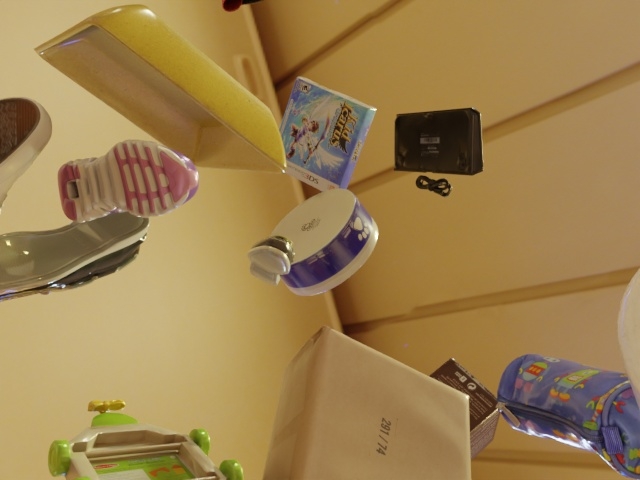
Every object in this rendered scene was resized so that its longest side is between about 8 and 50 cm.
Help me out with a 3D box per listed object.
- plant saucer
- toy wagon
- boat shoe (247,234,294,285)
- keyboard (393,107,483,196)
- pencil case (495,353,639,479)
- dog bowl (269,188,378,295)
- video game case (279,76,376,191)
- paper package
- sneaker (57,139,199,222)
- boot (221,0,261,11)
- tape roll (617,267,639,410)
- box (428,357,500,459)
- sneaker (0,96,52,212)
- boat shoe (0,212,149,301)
[{"bbox_3d":[-0.231,-0.228,0.986,0.332,0.332,0.081,12,-111,54],"label":"plant saucer"},{"bbox_3d":[-0.302,0.362,1.076,0.344,0.267,0.068,20,-81,52],"label":"toy wagon"},{"bbox_3d":[-0.087,0.025,1.204,0.081,0.069,0.228,28,-17,-3],"label":"boat shoe"},{"bbox_3d":[0.148,-0.112,0.839,0.180,0.023,0.108,-162,-110,-65],"label":"keyboard"},{"bbox_3d":[0.351,0.230,0.894,0.306,0.133,0.120,160,-87,-78],"label":"pencil case"},{"bbox_3d":[0.000,0.000,1.557,0.264,0.265,0.104,-2,-46,48],"label":"dog bowl"},{"bbox_3d":[-0.001,-0.293,1.849,0.244,0.061,0.270,28,-70,21],"label":"video game case"},{"bbox_3d":[0.078,0.355,1.036,0.168,0.309,0.325,-50,-160,41],"label":"paper package"},{"bbox_3d":[-0.234,-0.078,0.845,0.236,0.104,0.095,-3,-83,37],"label":"sneaker"},{"bbox_3d":[-0.166,-0.456,1.043,0.244,0.088,0.176,17,-95,30],"label":"boot"},{"bbox_3d":[0.399,0.091,0.527,0.286,0.286,0.100,9,-38,47],"label":"tape roll"},{"bbox_3d":[0.310,0.429,1.566,0.168,0.167,0.203,42,-25,33],"label":"box"},{"bbox_3d":[-0.442,-0.073,0.836,0.290,0.123,0.106,-34,-112,8],"label":"sneaker"},{"bbox_3d":[-0.389,0.034,0.971,0.114,0.302,0.091,45,-46,25],"label":"boat shoe"}]
